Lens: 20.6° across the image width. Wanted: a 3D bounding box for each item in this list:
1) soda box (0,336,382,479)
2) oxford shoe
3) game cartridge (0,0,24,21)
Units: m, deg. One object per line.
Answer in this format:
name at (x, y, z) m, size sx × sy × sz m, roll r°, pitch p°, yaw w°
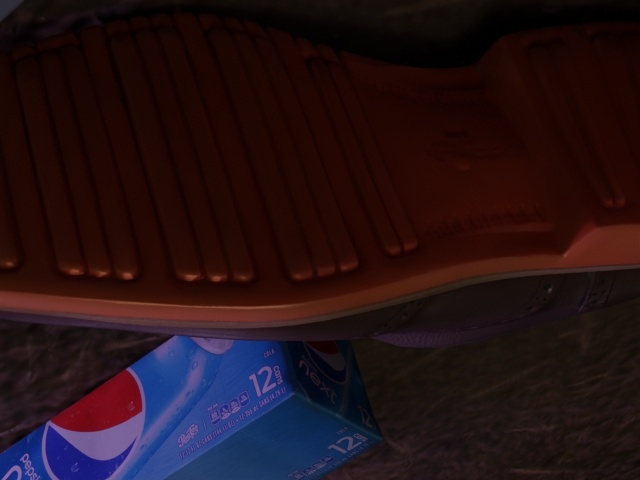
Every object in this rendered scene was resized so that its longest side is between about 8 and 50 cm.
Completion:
soda box at (-0.079, 0.107, 0.825) m, size 0.210 × 0.067 × 0.071 m, roll -34°, pitch 140°, yaw 20°
oxford shoe at (0.000, 0.000, 0.678) m, size 0.364 × 0.130 × 0.132 m, roll -1°, pitch 148°, yaw -20°
game cartridge at (-0.088, -0.178, 0.468) m, size 0.297 × 0.062 × 0.198 m, roll -37°, pitch 144°, yaw 23°
